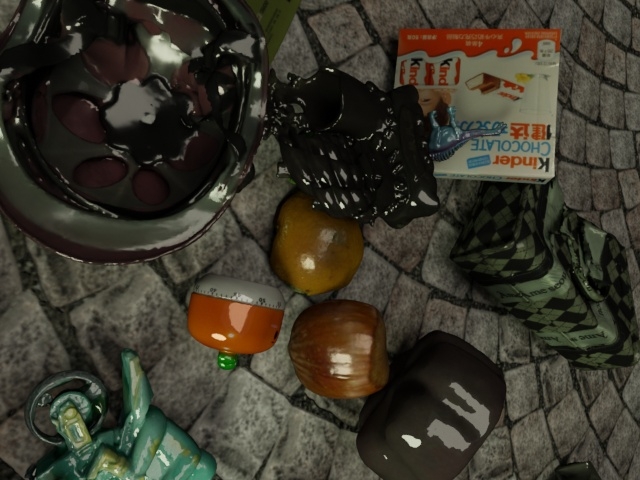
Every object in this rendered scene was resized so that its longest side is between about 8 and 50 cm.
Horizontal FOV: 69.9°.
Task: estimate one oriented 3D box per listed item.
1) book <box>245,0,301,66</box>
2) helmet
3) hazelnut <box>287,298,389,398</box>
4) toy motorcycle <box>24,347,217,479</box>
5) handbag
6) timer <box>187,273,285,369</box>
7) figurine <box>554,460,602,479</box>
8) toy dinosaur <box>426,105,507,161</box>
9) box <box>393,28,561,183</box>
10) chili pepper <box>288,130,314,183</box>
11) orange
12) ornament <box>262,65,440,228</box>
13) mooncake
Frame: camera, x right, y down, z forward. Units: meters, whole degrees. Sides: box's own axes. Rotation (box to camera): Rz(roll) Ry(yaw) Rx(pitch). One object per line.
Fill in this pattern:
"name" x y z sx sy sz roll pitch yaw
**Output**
"book" -0.193 -0.407 0.649 0.352 0.035 0.239 30 71 -23
"helmet" -0.210 -0.143 0.529 0.271 0.197 0.337 14 87 -18
"hazelnut" 0.028 0.161 0.675 0.151 0.150 0.150 2 85 -29
"toy motorcycle" -0.226 0.281 0.542 0.199 0.109 0.296 -19 97 -31
"handbag" 0.468 0.022 0.912 0.416 0.180 0.316 39 57 -20
"timer" -0.115 0.112 0.617 0.136 0.099 0.136 4 78 -18
"figurine" 0.540 0.630 0.904 0.343 0.167 0.284 -25 90 -7
"toy dinosaur" 0.197 -0.169 0.743 0.045 0.198 0.080 -25 102 -72
"box" 0.260 -0.236 0.791 0.274 0.048 0.264 4 83 10
"chili pepper" 0.003 -0.153 0.728 0.073 0.050 0.182 49 56 5
"orange" 0.000 0.000 0.689 0.160 0.112 0.169 -42 94 -24
"ornament" 0.025 -0.134 0.653 0.261 0.106 0.250 -1 73 -30
"mooncake" 0.161 0.251 0.687 0.133 0.245 0.244 38 68 2
